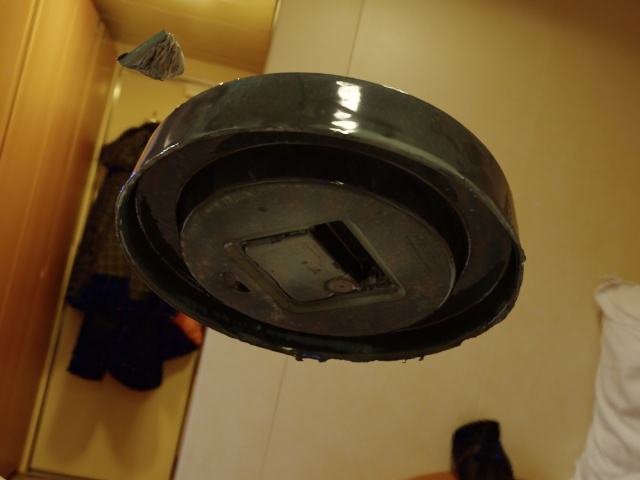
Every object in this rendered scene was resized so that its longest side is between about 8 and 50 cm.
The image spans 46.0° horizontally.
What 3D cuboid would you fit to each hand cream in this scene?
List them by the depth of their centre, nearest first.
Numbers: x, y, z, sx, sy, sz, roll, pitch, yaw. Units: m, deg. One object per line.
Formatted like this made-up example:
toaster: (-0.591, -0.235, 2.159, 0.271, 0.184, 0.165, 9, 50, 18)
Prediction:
hand cream: (-0.247, -0.281, 1.145, 0.052, 0.075, 0.248, 32, 6, -4)

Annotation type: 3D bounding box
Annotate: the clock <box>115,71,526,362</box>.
clock: (0.000, 0.000, 0.733, 0.386, 0.076, 0.386, 7, -36, 5)

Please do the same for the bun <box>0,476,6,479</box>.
bun: (-0.291, 0.268, 0.521, 0.220, 0.220, 0.134, 9, -2, 39)
